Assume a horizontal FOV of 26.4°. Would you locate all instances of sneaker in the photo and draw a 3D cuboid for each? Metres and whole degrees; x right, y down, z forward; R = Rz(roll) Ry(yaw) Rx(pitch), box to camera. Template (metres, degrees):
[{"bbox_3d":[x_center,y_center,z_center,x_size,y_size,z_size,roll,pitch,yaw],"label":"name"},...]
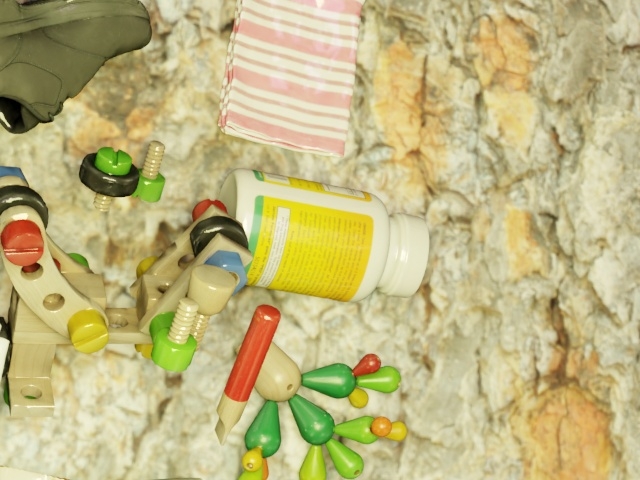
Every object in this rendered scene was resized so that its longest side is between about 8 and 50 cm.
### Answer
[{"bbox_3d":[-0.271,-0.171,1.306,0.286,0.109,0.130,-18,101,-50],"label":"sneaker"}]

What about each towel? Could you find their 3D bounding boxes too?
[{"bbox_3d":[-0.027,-0.196,1.463,0.144,0.029,0.197,11,80,-17],"label":"towel"}]

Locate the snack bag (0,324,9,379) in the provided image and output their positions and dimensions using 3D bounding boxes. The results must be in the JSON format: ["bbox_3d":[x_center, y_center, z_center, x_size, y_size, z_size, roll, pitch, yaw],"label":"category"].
[{"bbox_3d":[-0.464,0.206,1.179,0.342,0.037,0.323,8,83,3],"label":"snack bag"}]

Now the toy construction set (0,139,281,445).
[{"bbox_3d":[-0.186,0.085,1.262,0.257,0.309,0.237,-8,127,-47],"label":"toy construction set"}]

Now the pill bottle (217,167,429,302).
[{"bbox_3d":[0.000,0.000,1.400,0.208,0.117,0.117,10,80,-17],"label":"pill bottle"}]

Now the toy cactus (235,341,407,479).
[{"bbox_3d":[-0.021,0.174,1.389,0.219,0.112,0.180,-38,86,-10],"label":"toy cactus"}]

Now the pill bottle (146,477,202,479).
[{"bbox_3d":[-0.152,0.366,1.285,0.152,0.152,0.272,-4,84,-19],"label":"pill bottle"}]

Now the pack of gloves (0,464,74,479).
[{"bbox_3d":[-0.347,0.323,1.293,0.195,0.046,0.232,12,81,-1],"label":"pack of gloves"}]
